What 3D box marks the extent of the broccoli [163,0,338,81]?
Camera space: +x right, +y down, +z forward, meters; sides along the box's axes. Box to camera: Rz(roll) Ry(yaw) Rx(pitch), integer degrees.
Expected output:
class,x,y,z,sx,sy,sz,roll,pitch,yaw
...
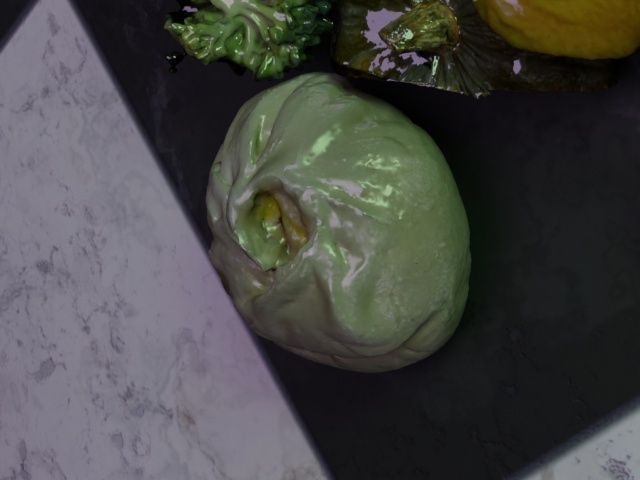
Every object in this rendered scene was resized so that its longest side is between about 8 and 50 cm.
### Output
class,x,y,z,sx,sy,sz,roll,pitch,yaw
broccoli,-0.108,-0.336,1.349,0.281,0.348,0.293,10,77,4

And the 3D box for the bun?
class,x,y,z,sx,sy,sz,roll,pitch,yaw
bun,0.000,0.000,1.365,0.365,0.219,0.365,22,123,37

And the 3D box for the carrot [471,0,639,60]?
class,x,y,z,sx,sy,sz,roll,pitch,yaw
carrot,0.305,-0.314,1.044,0.241,0.341,0.241,42,152,28

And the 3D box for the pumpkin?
class,x,y,z,sx,sy,sz,roll,pitch,yaw
pumpkin,0.148,-0.268,1.238,0.325,0.242,0.232,7,108,34
